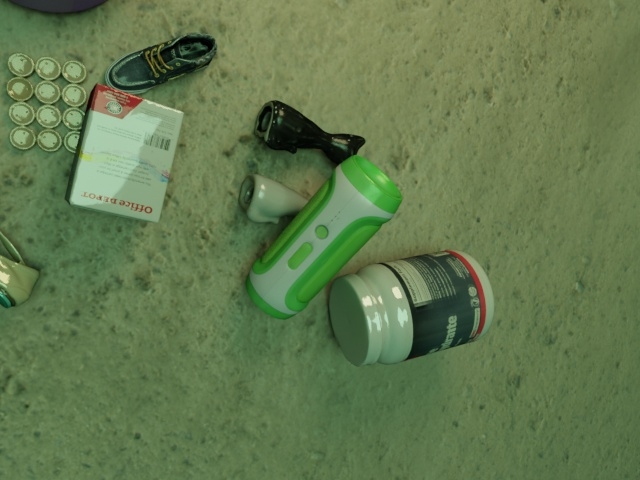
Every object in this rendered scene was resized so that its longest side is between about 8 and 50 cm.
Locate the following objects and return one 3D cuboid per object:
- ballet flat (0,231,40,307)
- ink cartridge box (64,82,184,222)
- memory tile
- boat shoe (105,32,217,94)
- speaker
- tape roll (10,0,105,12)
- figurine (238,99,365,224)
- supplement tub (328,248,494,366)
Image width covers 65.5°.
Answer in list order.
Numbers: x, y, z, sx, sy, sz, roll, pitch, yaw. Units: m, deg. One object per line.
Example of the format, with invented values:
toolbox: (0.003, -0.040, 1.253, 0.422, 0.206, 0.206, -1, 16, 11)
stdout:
ballet flat: (-0.524, -0.002, 0.726, 0.086, 0.086, 0.248, -48, 111, -12)
ink cartridge box: (-0.305, -0.126, 0.765, 0.128, 0.127, 0.176, 14, 88, -31)
memory tile: (-0.425, -0.212, 0.776, 0.113, 0.012, 0.148, -1, 96, -23)
boat shoe: (-0.256, -0.290, 0.800, 0.183, 0.083, 0.065, -27, 104, -18)
speaker: (0.000, 0.000, 0.845, 0.131, 0.131, 0.296, 33, 114, -22)
tape roll: (-0.398, -0.479, 0.704, 0.274, 0.090, 0.275, -1, 92, -31)
figurine: (-0.025, -0.120, 0.915, 0.209, 0.092, 0.215, 13, 90, -27)
supplement tub: (0.173, 0.128, 0.958, 0.272, 0.191, 0.191, -10, 98, -22)
